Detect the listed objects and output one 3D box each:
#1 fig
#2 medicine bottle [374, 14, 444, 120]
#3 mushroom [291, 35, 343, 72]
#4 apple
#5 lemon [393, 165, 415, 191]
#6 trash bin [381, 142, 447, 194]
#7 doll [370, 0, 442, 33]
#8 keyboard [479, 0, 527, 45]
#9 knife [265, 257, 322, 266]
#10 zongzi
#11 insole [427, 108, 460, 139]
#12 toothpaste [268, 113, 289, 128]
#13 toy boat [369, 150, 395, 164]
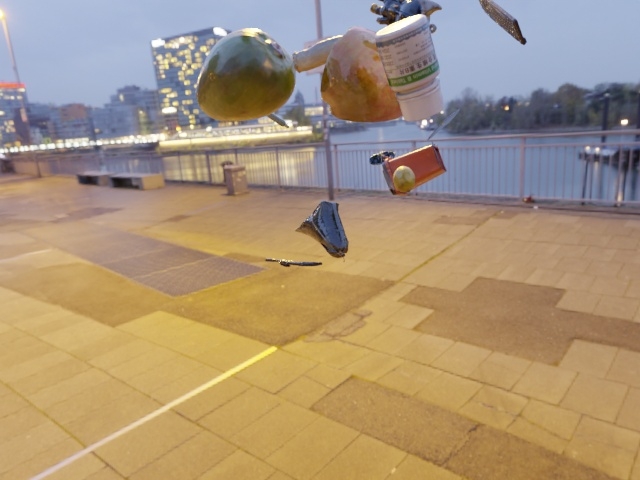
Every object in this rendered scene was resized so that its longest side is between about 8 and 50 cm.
[{"bbox_3d":[-0.240,-0.479,1.394,0.326,0.258,0.258,-24,5,26],"label":"fig"},{"bbox_3d":[0.238,-0.443,1.201,0.139,0.237,0.139,-18,27,10],"label":"medicine bottle"},{"bbox_3d":[0.037,-0.807,1.995,0.351,0.123,0.095,-4,-22,23],"label":"mushroom"},{"bbox_3d":[0.141,-0.511,1.475,0.252,0.314,0.309,-24,13,33],"label":"apple"},{"bbox_3d":[0.309,-0.230,1.704,0.082,0.082,0.111,-3,59,-2],"label":"lemon"},{"bbox_3d":[0.388,-0.309,1.927,0.238,0.185,0.161,-24,-8,26],"label":"trash bin"},{"bbox_3d":[0.306,-0.822,1.692,0.316,0.145,0.103,44,6,31],"label":"doll"},{"bbox_3d":[0.581,-0.728,1.495,0.018,0.101,0.310,-33,41,20],"label":"keyboard"},{"bbox_3d":[-0.092,0.068,1.355,0.222,0.021,0.045,1,8,39],"label":"knife"},{"bbox_3d":[0.000,0.000,1.401,0.084,0.187,0.184,10,-36,-42],"label":"zongzi"},{"bbox_3d":[0.515,-0.485,1.903,0.328,0.007,0.111,-41,-7,-48],"label":"insole"},{"bbox_3d":[-0.219,-0.544,1.992,0.197,0.029,0.048,31,-3,-15],"label":"toothpaste"},{"bbox_3d":[0.308,-0.411,2.288,0.137,0.060,0.061,-9,-14,16],"label":"toy boat"}]
